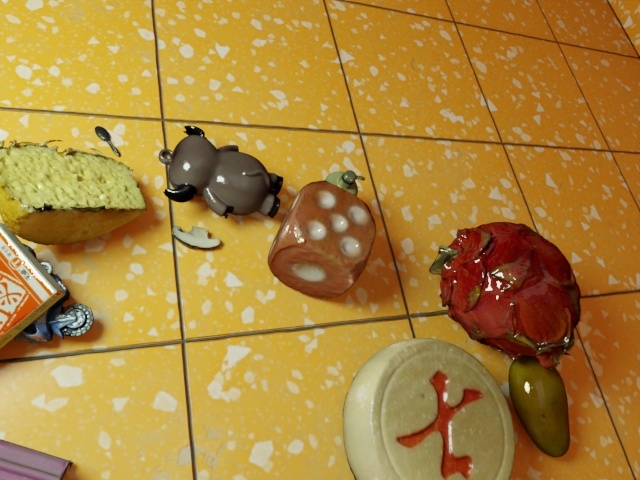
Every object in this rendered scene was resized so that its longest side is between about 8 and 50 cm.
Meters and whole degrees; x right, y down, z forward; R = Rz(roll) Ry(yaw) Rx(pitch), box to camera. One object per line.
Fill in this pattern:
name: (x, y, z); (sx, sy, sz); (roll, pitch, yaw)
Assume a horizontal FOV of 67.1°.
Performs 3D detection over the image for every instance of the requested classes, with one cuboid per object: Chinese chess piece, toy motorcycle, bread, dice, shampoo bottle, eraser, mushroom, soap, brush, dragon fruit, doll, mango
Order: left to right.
eraser: (-0.539, 0.102, 0.739); (0.230, 0.038, 0.157); (-43, 85, -11)
soap: (-0.478, 0.342, 0.679); (0.203, 0.065, 0.122); (24, 59, -11)
toy motorcycle: (-0.479, 0.098, 0.800); (0.205, 0.076, 0.114); (45, 64, 3)
bread: (-0.454, -0.072, 0.839); (0.160, 0.147, 0.260); (53, 23, 11)
brush: (-0.440, -0.206, 1.000); (0.024, 0.008, 0.083); (-32, 81, -36)
mushroom: (-0.251, -0.005, 0.976); (0.101, 0.019, 0.049); (18, 60, -17)
doll: (-0.205, -0.132, 1.001); (0.257, 0.117, 0.182); (14, 59, -17)
dice: (0.000, 0.000, 0.996); (0.174, 0.174, 0.179); (23, 54, -10)
shampoo bottle: (0.034, -0.102, 1.062); (0.079, 0.162, 0.079); (9, 62, -18)
Chinese chess piece: (0.204, 0.358, 0.923); (0.337, 0.140, 0.338); (10, 62, -18)
dragon fruit: (0.410, 0.105, 1.059); (0.342, 0.277, 0.277); (31, 55, 14)
mango: (0.491, 0.365, 1.074); (0.136, 0.099, 0.228); (-5, 76, -32)
